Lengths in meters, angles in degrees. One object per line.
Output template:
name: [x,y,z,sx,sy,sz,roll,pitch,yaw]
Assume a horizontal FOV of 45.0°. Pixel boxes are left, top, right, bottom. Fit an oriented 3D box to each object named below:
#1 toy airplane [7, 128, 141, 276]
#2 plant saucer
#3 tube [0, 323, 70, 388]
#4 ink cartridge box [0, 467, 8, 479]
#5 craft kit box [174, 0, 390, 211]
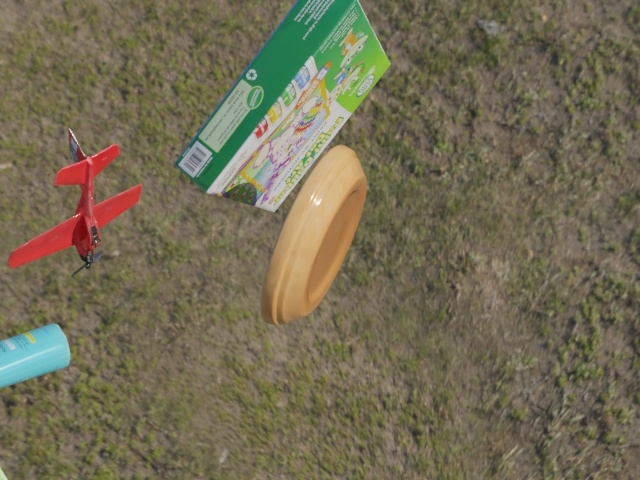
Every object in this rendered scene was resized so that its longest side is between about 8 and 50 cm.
toy airplane: [-0.209,-0.031,0.690,0.028,0.151,0.151,30,72,24]
plant saucer: [0.000,0.000,0.796,0.037,0.200,0.200,24,70,13]
tube: [-0.370,0.142,0.809,0.207,0.052,0.080,-18,16,-41]
ink cartridge box: [-0.278,0.248,0.476,0.119,0.353,0.207,-25,77,-47]
craft kit box: [-0.031,-0.152,0.890,0.061,0.246,0.250,40,97,9]
